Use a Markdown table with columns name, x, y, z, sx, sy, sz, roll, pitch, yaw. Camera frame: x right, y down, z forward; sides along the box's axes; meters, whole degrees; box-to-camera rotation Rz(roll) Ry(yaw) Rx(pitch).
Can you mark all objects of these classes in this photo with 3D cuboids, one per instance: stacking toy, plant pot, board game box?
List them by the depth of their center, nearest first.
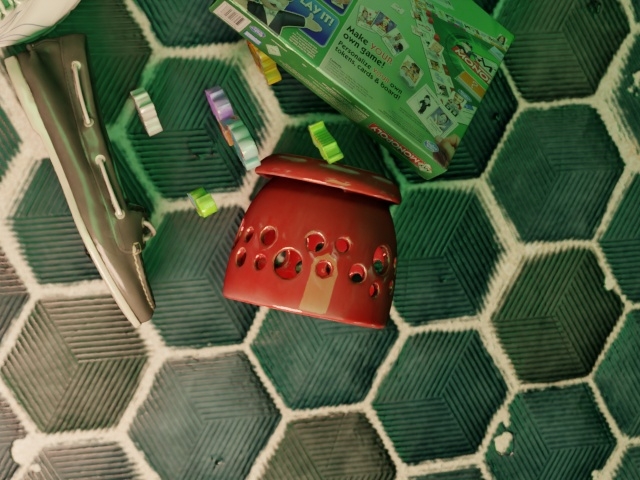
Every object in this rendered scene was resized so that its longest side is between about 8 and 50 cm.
| name | x | y | z | sx | sy | sz | roll | pitch | yaw |
| --- | --- | --- | --- | --- | --- | --- | --- | --- | --- |
| stacking toy | -0.096 | -0.128 | 1.632 | 0.167 | 0.221 | 0.052 | -26 | 137 | -9 |
| plant pot | 0.000 | 0.000 | 1.675 | 0.191 | 0.191 | 0.174 | 14 | 89 | -15 |
| board game box | 0.055 | -0.245 | 1.683 | 0.317 | 0.046 | 0.213 | 37 | 61 | -15 |

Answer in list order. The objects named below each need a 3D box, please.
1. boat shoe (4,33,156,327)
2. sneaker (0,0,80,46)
| name | x | y | z | sx | sy | sz | roll | pitch | yaw |
| --- | --- | --- | --- | --- | --- | --- | --- | --- | --- |
| boat shoe | -0.239 | -0.068 | 1.646 | 0.095 | 0.112 | 0.335 | -25 | 99 | -5 |
| sneaker | -0.366 | -0.242 | 1.583 | 0.297 | 0.129 | 0.111 | -31 | 102 | -9 |
